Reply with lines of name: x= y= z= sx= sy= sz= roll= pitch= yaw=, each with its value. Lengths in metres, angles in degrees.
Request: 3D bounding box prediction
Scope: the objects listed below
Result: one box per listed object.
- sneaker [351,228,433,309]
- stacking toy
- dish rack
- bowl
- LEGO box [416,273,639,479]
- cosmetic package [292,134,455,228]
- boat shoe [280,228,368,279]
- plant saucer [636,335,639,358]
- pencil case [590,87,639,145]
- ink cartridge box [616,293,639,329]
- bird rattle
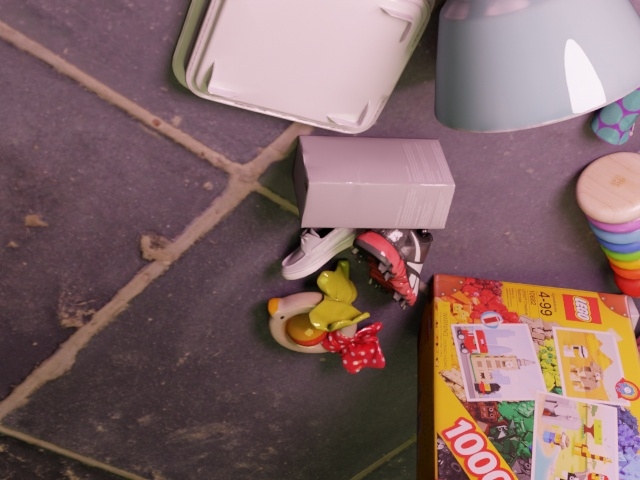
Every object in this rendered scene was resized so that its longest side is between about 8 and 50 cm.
sneaker: x=0.140 y=0.027 z=1.663 sx=0.135 sy=0.097 sz=0.276 roll=-52 pitch=155 yaw=-11
stacking toy: x=0.551 y=-0.004 z=1.702 sx=0.141 sy=0.141 sz=0.330 roll=-22 pitch=138 yaw=11
dish rack: x=-0.020 y=-0.279 z=1.366 sx=0.332 sy=0.072 sz=0.285 roll=11 pitch=130 yaw=-21
bowl: x=0.282 y=-0.284 z=1.292 sx=0.311 sy=0.311 sz=0.163 roll=-18 pitch=113 yaw=7
LEGO box: x=0.364 y=0.319 z=1.674 sx=0.372 sy=0.500 sz=0.193 roll=6 pitch=134 yaw=-1
cosmetic package: x=0.080 y=-0.092 z=1.526 sx=0.238 sy=0.127 sz=0.107 roll=0 pitch=133 yaw=-8
boat shoe: x=0.000 y=0.000 z=1.646 sx=0.184 sy=0.066 sz=0.063 roll=-29 pitch=122 yaw=18
plant saucer: x=0.758 y=0.244 z=1.985 sx=0.332 sy=0.084 sz=0.332 roll=-11 pitch=137 yaw=-11
pencil case: x=0.491 y=-0.225 z=1.516 sx=0.070 sy=0.064 sz=0.152 roll=21 pitch=129 yaw=-7
ink cartridge box: x=0.562 y=0.193 z=1.936 sx=0.104 sy=0.061 sz=0.181 roll=-4 pitch=134 yaw=-6
bird rattle: x=0.009 y=0.150 z=1.784 sx=0.207 sy=0.143 sz=0.253 roll=-4 pitch=148 yaw=9
